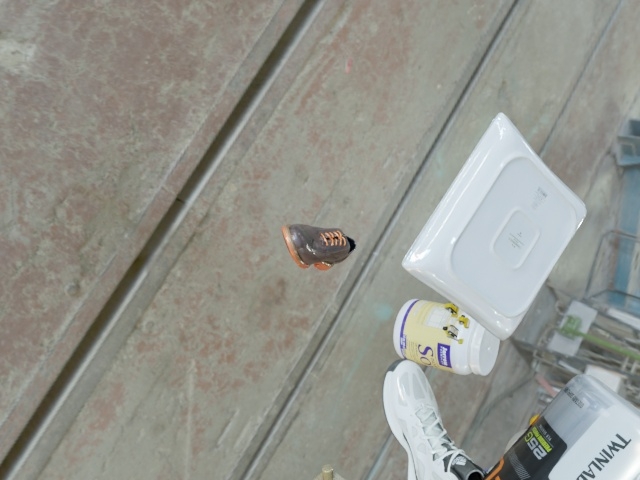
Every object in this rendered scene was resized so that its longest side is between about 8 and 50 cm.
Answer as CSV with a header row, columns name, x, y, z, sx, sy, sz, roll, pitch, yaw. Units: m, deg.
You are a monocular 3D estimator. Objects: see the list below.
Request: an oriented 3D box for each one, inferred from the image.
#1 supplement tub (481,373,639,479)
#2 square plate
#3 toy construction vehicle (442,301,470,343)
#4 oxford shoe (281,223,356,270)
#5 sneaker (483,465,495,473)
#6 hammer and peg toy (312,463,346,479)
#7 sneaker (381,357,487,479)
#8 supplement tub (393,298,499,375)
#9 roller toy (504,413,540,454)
name,x,y,z,sx,sy,sz,roll,pitch,yaw
supplement tub,0.277,0.342,0.627,0.338,0.207,0.207,-53,138,7
square plate,0.367,-0.008,1.075,0.347,0.049,0.344,35,88,-30
toy construction vehicle,0.356,0.220,1.461,0.098,0.035,0.086,37,57,-31
oxford shoe,0.000,0.000,1.138,0.097,0.098,0.271,69,15,11
sneaker,0.643,0.705,1.656,0.182,0.315,0.128,-20,86,-59
hammer and peg toy,0.071,0.901,1.759,0.265,0.361,0.128,-27,123,-39
sneaker,0.323,0.525,1.441,0.169,0.257,0.448,-8,79,-30
supplement tub,0.464,0.356,2.019,0.241,0.331,0.241,-12,105,-51
roller toy,0.568,0.568,1.385,0.191,0.209,0.146,-29,160,-12
